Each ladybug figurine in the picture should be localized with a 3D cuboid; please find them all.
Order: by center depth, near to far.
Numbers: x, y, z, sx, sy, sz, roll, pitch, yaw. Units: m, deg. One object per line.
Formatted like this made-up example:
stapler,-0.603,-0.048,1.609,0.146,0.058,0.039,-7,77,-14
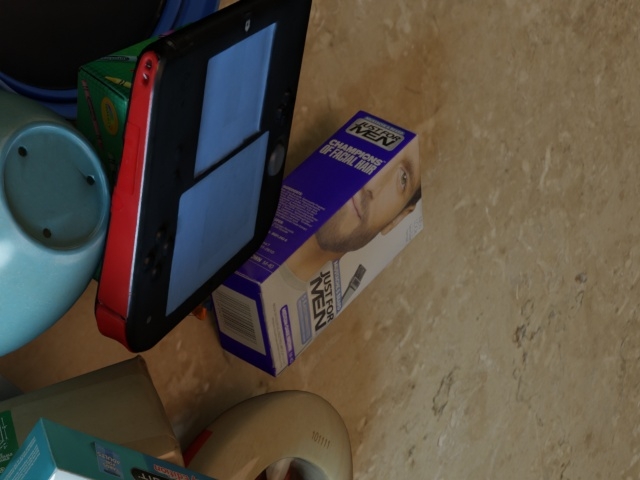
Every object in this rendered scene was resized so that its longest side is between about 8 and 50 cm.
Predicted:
ladybug figurine,-0.119,0.400,1.644,0.305,0.162,0.449,40,69,-42

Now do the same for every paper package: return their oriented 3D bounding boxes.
paper package,-0.287,0.319,1.325,0.325,0.168,0.309,-18,126,-13

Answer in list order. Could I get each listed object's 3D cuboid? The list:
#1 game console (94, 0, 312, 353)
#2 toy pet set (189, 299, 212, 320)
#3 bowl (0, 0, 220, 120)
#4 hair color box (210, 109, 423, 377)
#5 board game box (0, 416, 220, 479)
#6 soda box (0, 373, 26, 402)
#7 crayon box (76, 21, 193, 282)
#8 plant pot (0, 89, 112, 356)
game console,-0.113,-0.088,1.364,0.386,0.060,0.342,-46,155,-60
toy pet set,-0.181,0.044,1.599,0.114,0.065,0.122,-57,149,-73
bowl,-0.271,-0.328,1.398,0.391,0.077,0.391,-11,106,-45
hair color box,0.000,0.000,1.695,0.339,0.110,0.185,-46,146,-32
board game box,-0.188,0.336,1.226,0.336,0.079,0.254,27,106,-35
soda box,-0.351,0.223,1.416,0.098,0.091,0.286,-57,133,-21
crayon box,-0.192,-0.091,1.447,0.165,0.081,0.278,-31,145,-40
plant pot,-0.320,-0.032,1.259,0.290,0.195,0.290,19,64,-45
